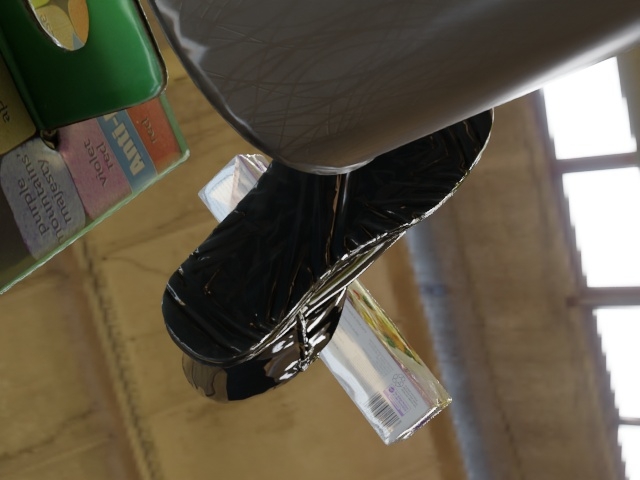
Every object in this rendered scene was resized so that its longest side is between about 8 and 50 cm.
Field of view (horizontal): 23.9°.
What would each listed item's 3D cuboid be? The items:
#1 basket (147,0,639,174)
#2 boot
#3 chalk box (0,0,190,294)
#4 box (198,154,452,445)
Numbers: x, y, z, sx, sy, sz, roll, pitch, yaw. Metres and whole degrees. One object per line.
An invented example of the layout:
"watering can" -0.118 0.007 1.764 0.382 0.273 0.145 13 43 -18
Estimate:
"basket" 0.066 -0.135 0.448 0.154 0.227 0.204 -23 -80 -46
"boot" 0.000 0.000 0.975 0.246 0.207 0.094 -44 -98 -8
"chalk box" -0.182 -0.062 0.570 0.180 0.289 0.179 68 -153 -13
"box" 0.003 0.055 1.495 0.324 0.067 0.063 52 -160 15
